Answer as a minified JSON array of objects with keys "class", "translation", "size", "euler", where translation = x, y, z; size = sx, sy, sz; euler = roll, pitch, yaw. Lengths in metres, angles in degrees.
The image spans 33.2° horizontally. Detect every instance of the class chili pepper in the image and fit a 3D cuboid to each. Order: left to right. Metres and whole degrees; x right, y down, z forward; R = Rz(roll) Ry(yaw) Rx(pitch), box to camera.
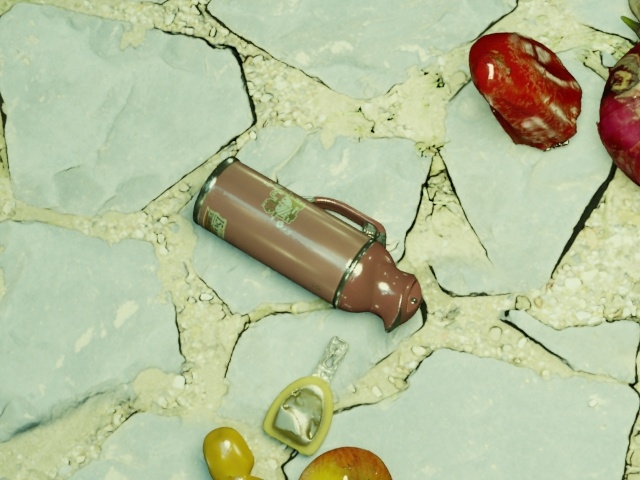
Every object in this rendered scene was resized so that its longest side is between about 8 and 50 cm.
[{"class":"chili pepper","translation":[0.256,-0.216,1.406],"size":[0.136,0.252,0.144],"euler":[20,90,29]}]

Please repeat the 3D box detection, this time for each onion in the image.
[{"class":"onion","translation":[0.488,-0.169,1.390],"size":[0.246,0.190,0.246],"euler":[-6,77,28]}]

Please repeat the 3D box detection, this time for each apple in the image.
[{"class":"apple","translation":[0.033,0.340,1.391],"size":[0.146,0.146,0.146],"euler":[-1,79,8]}]

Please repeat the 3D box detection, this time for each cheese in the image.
[{"class":"cheese","translation":[-0.008,0.207,1.468],"size":[0.086,0.036,0.162],"euler":[28,85,11]}]

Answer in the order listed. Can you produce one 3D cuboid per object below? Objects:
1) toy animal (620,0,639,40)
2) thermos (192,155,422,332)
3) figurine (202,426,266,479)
[{"class":"toy animal","translation":[0.456,-0.350,1.491],"size":[0.105,0.070,0.202],"euler":[5,76,-10]},{"class":"thermos","translation":[-0.004,0.008,1.478],"size":[0.330,0.136,0.109],"euler":[31,113,12]},{"class":"figurine","translation":[-0.111,0.331,1.416],"size":[0.121,0.122,0.176],"euler":[-24,78,6]}]
